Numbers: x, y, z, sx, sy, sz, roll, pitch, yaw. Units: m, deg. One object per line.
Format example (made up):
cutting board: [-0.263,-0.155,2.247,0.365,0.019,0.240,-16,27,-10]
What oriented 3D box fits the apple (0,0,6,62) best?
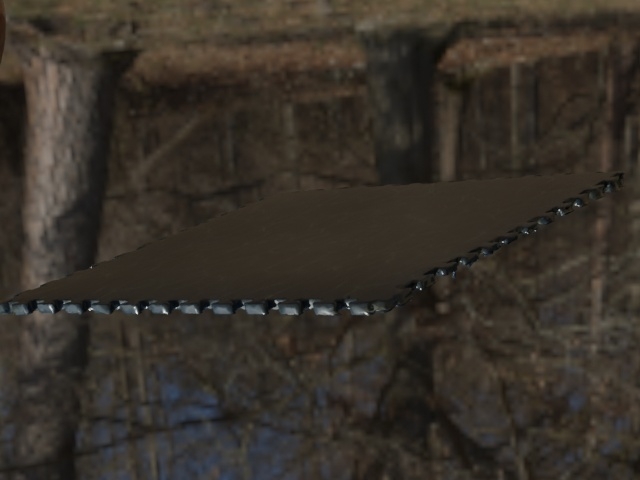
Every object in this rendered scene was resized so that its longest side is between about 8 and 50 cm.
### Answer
apple: [-0.296,-0.114,0.918,0.199,0.199,0.199,-3,-161,1]

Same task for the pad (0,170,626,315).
pad: [0.000,0.000,0.830,0.269,0.012,0.270,-2,-167,35]
